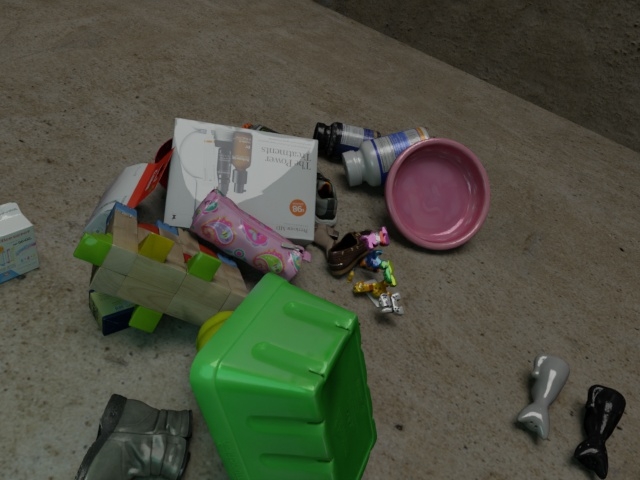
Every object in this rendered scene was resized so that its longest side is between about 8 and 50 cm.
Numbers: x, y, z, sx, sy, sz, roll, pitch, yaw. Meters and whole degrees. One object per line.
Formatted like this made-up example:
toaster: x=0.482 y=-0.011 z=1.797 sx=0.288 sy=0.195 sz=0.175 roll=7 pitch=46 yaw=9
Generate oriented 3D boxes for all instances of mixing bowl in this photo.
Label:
mixing bowl: x=-0.360 y=-0.186 z=1.385 sx=0.182 sy=0.098 sz=0.181 roll=4 pitch=77 yaw=-17

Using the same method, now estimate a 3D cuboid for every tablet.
tablet: x=0.144 y=0.135 z=1.313 sx=0.054 sy=0.006 sz=0.083 roll=-14 pitch=49 yaw=-33

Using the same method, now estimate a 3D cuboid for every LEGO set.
LEGO set: x=0.131 y=0.089 z=1.277 sx=0.093 sy=0.087 sz=0.227 roll=-5 pitch=69 yaw=-13

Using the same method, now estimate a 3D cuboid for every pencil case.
pencil case: x=-0.164 y=-0.003 z=1.195 sx=0.284 sy=0.124 sz=0.124 roll=34 pitch=37 yaw=-16

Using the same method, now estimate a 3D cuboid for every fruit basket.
fruit basket: x=-0.107 y=0.245 z=0.854 sx=0.392 sy=0.392 sz=0.283 roll=27 pitch=40 yaw=9

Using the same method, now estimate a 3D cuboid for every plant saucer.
plant saucer: x=0.342 y=-0.136 z=1.522 sx=0.332 sy=0.332 sz=0.084 roll=8 pitch=-3 yaw=-13

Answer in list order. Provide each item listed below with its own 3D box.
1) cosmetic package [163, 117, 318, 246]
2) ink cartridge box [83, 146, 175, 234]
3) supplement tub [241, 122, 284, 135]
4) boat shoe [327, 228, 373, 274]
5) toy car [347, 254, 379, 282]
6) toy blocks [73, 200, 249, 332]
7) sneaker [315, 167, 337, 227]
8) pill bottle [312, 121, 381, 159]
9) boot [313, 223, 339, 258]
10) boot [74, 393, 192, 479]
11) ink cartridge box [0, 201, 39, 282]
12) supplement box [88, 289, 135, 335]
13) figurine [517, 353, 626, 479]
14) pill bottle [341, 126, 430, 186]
cosmetic package: x=-0.201 y=-0.145 z=1.322 sx=0.377 sy=0.097 sz=0.284 roll=5 pitch=79 yaw=-15
ink cartridge box: x=-0.456 y=-0.126 z=1.210 sx=0.066 sy=0.232 sz=0.189 roll=35 pitch=34 yaw=-26
supplement tub: x=-0.162 y=-0.287 z=1.588 sx=0.190 sy=0.117 sz=0.117 roll=26 pitch=40 yaw=8
boat shoe: x=0.088 y=0.013 z=1.364 sx=0.073 sy=0.073 sz=0.207 roll=0 pitch=26 yaw=33
toy car: x=0.121 y=0.076 z=1.345 sx=0.060 sy=0.040 sz=0.122 roll=29 pitch=40 yaw=12
toy blocks: x=-0.317 y=0.052 z=1.077 sx=0.381 sy=0.190 sz=0.261 roll=27 pitch=12 yaw=-28
sneaker: x=-0.003 y=-0.158 z=1.512 sx=0.100 sy=0.108 sz=0.271 roll=-2 pitch=43 yaw=-21
pill bottle: x=0.087 y=-0.335 z=1.734 sx=0.219 sy=0.122 sz=0.122 roll=10 pitch=41 yaw=-10
boot: x=0.000 y=0.000 z=1.390 sx=0.087 sy=0.042 sz=0.118 roll=14 pitch=42 yaw=6
boot: x=-0.298 y=0.369 z=0.823 sx=0.161 sy=0.083 sz=0.246 roll=18 pitch=41 yaw=-10
ink cartridge box: x=-0.655 y=-0.001 z=1.048 sx=0.090 sy=0.143 sz=0.092 roll=37 pitch=43 yaw=21
supplement box: x=-0.422 y=0.137 z=1.050 sx=0.083 sy=0.056 sz=0.083 roll=-17 pitch=52 yaw=-36
figurine: x=0.552 y=0.387 z=1.132 sx=0.215 sy=0.092 sz=0.209 roll=31 pitch=45 yaw=15
pill bottle: x=0.212 y=-0.260 z=1.629 sx=0.272 sy=0.152 sz=0.152 roll=-15 pitch=45 yaw=0
